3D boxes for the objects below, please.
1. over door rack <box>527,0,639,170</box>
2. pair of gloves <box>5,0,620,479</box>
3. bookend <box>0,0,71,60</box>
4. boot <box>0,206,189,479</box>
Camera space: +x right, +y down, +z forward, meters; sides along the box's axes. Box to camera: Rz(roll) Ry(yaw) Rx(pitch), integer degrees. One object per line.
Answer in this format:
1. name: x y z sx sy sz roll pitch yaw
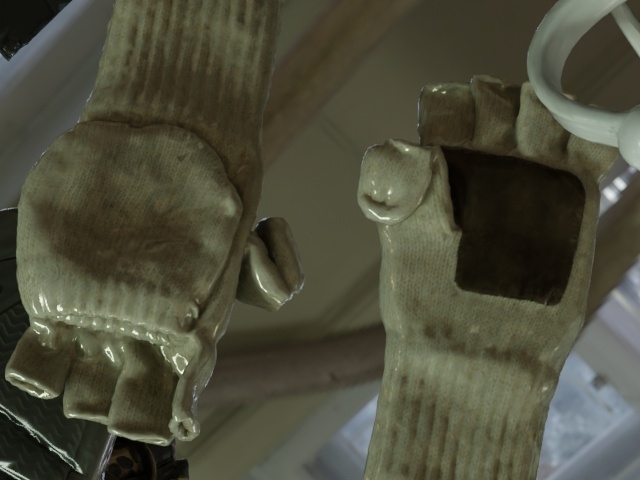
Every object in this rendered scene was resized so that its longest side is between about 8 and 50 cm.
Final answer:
1. over door rack: 0.189 -0.127 0.367 0.239 0.324 0.108 40 -168 -50
2. pair of gloves: 0.000 0.000 0.626 0.240 0.204 0.042 20 161 -6
3. bookend: -0.183 -0.207 0.933 0.156 0.157 0.072 34 167 51
4. boot: -0.159 0.136 0.828 0.138 0.377 0.284 26 -165 11
